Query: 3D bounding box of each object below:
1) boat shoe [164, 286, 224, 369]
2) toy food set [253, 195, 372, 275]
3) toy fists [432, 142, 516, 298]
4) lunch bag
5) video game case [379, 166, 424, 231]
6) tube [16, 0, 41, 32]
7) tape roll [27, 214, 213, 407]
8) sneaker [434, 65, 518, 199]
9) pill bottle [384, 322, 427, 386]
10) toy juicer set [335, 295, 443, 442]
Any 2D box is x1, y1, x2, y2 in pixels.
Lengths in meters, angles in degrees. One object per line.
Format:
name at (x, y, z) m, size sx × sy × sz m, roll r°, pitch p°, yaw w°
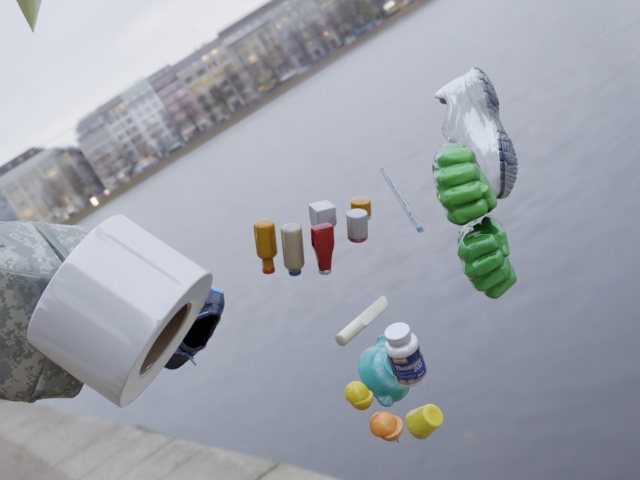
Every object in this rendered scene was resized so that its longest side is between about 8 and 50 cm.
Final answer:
boat shoe at (-0.292, 0.204, 2.129) m, size 0.089 × 0.109 × 0.258 m, roll -99°, pitch 31°, yaw -46°
toy food set at (0.000, 0.000, 1.824) m, size 0.232 × 0.104 × 0.111 m, roll -15°, pitch 29°, yaw -21°
toy fists at (0.262, -0.035, 1.663) m, size 0.096 × 0.279 × 0.142 m, roll -15°, pitch 17°, yaw 15°
lunch bag at (-0.520, 0.116, 1.664) m, size 0.256 × 0.212 × 0.305 m, roll 2°, pitch -57°, yaw -47°
video game case at (0.190, -0.092, 2.263) m, size 0.015 × 0.166 × 0.119 m, roll -32°, pitch -5°, yaw 6°
tube at (-0.423, -0.407, 1.352) m, size 0.070 × 0.062 × 0.240 m, roll -42°, pitch -27°, yaw -23°
tape roll at (-0.300, 0.106, 1.481) m, size 0.246 × 0.169 × 0.246 m, roll -57°, pitch -5°, yaw -8°
sneaker at (0.334, -0.218, 2.087) m, size 0.129 × 0.297 × 0.111 m, roll -22°, pitch -22°, yaw 24°
pill bottle at (0.162, 0.220, 1.893) m, size 0.067 × 0.120 × 0.067 m, roll -14°, pitch 32°, yaw 9°
toy juicer set at (0.117, 0.295, 2.139) m, size 0.209 × 0.329 × 0.089 m, roll -10°, pitch -23°, yaw -38°
